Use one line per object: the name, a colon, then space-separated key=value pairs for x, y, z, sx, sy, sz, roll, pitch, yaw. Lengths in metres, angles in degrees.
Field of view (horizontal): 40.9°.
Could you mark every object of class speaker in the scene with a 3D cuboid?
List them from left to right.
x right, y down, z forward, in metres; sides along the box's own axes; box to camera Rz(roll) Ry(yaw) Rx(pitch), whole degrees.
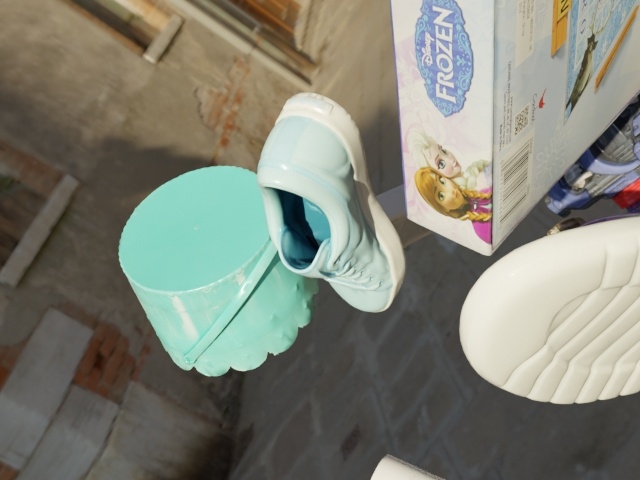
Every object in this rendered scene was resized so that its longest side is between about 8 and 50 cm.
speaker: x=0.106 y=0.233 z=0.729 sx=0.055 sy=0.136 sz=0.055 roll=-50 pitch=-29 yaw=-43

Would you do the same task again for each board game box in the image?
board game box: x=0.154 y=-0.206 z=0.468 sx=0.318 sy=0.065 sz=0.319 roll=-42 pitch=-38 yaw=-30

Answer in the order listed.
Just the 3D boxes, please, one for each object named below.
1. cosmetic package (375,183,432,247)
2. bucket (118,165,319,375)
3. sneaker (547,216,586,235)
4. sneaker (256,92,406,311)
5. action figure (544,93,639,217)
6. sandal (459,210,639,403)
cosmetic package: x=0.136 y=-0.040 z=1.451 sx=0.239 sy=0.060 sz=0.099 roll=-25 pitch=-35 yaw=-49
bucket: x=-0.149 y=0.037 z=1.266 sx=0.281 sy=0.183 sz=0.281 roll=-10 pitch=48 yaw=12
sneaker: x=0.382 y=0.038 z=1.419 sx=0.066 sy=0.071 sz=0.188 roll=-122 pitch=27 yaw=-42
sneaker: x=0.000 y=0.000 z=1.050 sx=0.135 sy=0.366 sz=0.150 roll=11 pitch=55 yaw=32
action figure: x=0.354 y=-0.175 z=0.920 sx=0.178 sy=0.330 sz=0.341 roll=-24 pitch=-5 yaw=-23
sandal: x=0.257 y=0.032 z=0.652 sx=0.102 sy=0.416 sz=0.169 roll=58 pitch=136 yaw=41
